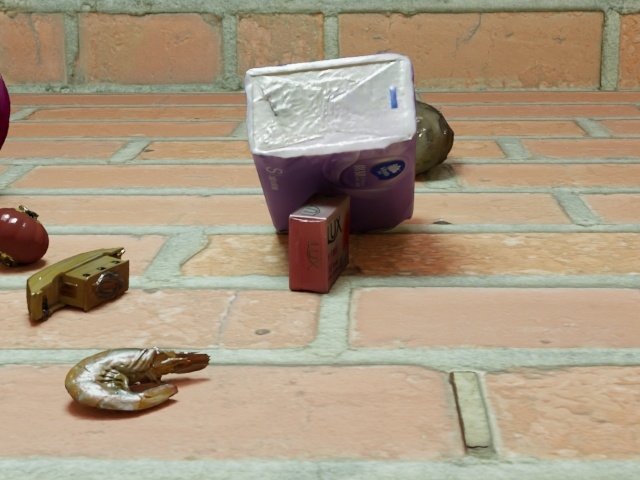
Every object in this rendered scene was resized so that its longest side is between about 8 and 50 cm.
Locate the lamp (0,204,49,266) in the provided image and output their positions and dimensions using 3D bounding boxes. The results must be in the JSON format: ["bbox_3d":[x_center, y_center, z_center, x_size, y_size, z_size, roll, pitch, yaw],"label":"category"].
[{"bbox_3d":[-0.449,-0.006,1.585,0.101,0.090,0.101,25,-10,5],"label":"lamp"}]

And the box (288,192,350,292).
[{"bbox_3d":[0.000,0.000,1.507,0.060,0.111,0.156,3,18,12],"label":"box"}]

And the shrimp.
[{"bbox_3d":[-0.184,0.141,1.122,0.162,0.045,0.095,-6,16,-25],"label":"shrimp"}]

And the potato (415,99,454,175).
[{"bbox_3d":[0.186,-0.213,2.202,0.164,0.165,0.262,3,12,14],"label":"potato"}]

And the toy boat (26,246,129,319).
[{"bbox_3d":[-0.315,0.056,1.417,0.077,0.057,0.200,14,20,24],"label":"toy boat"}]

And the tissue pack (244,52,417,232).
[{"bbox_3d":[0.024,-0.130,1.631,0.242,0.160,0.338,-5,-20,3],"label":"tissue pack"}]

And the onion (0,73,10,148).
[{"bbox_3d":[-0.750,-0.265,1.956,0.347,0.348,0.385,-8,54,-25],"label":"onion"}]
